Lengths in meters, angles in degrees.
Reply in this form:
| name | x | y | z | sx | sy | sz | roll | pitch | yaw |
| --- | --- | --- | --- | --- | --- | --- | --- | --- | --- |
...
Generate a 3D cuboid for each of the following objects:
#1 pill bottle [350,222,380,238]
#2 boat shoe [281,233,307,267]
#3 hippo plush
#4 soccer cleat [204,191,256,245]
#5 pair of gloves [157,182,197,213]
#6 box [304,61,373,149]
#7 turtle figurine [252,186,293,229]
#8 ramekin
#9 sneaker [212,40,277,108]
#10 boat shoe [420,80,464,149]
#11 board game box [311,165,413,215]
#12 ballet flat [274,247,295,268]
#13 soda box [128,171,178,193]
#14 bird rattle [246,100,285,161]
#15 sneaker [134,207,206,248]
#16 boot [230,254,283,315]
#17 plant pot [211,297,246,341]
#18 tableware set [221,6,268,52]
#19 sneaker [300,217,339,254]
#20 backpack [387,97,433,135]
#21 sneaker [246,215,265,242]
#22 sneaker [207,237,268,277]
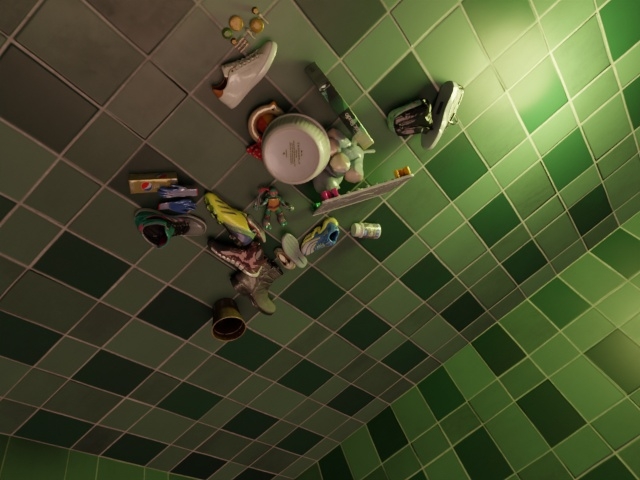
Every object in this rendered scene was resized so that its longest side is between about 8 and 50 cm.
| name | x | y | z | sx | sy | sz | roll | pitch | yaw |
| --- | --- | --- | --- | --- | --- | --- | --- | --- | --- |
| pill bottle | 0.226 | -0.049 | 2.191 | 0.137 | 0.078 | 0.078 | 2 | 123 | -23 |
| boat shoe | -0.145 | 0.049 | 2.119 | 0.083 | 0.076 | 0.226 | -43 | 132 | -21 |
| hippo plush | 0.051 | -0.331 | 1.870 | 0.234 | 0.294 | 0.237 | 42 | 130 | -17 |
| soccer cleat | -0.392 | -0.105 | 1.902 | 0.121 | 0.093 | 0.289 | -43 | 114 | -17 |
| pair of gloves | -0.583 | -0.168 | 1.782 | 0.160 | 0.023 | 0.198 | -3 | 151 | -23 |
| box | 0.074 | -0.523 | 1.700 | 0.058 | 0.232 | 0.322 | -37 | 128 | 13 |
| turtle figurine | -0.206 | -0.153 | 1.931 | 0.176 | 0.118 | 0.234 | 0 | 140 | -4 |
| ramekin | -0.100 | -0.337 | 1.654 | 0.273 | 0.127 | 0.272 | 2 | 117 | 5 |
| sneaker | -0.280 | -0.620 | 1.576 | 0.290 | 0.105 | 0.123 | -46 | 129 | 15 |
| boat shoe | 0.548 | -0.546 | 1.944 | 0.105 | 0.113 | 0.306 | 9 | 105 | -33 |
| board game box | 0.161 | -0.209 | 1.902 | 0.390 | 0.390 | 0.050 | -18 | 89 | -9 |
| ballet flat | -0.176 | 0.102 | 2.161 | 0.057 | 0.052 | 0.168 | -35 | 129 | 5 |
| soda box | -0.662 | -0.231 | 1.735 | 0.182 | 0.061 | 0.058 | -5 | 125 | -18 |
| bird rattle | -0.203 | -0.441 | 1.754 | 0.254 | 0.143 | 0.206 | -27 | 118 | 15 |
| sneaker | -0.616 | -0.042 | 1.811 | 0.296 | 0.178 | 0.123 | 9 | 120 | -26 |
| boot | -0.268 | 0.226 | 2.182 | 0.223 | 0.118 | 0.338 | -39 | 132 | 2 |
| plant pot | -0.470 | 0.387 | 2.180 | 0.167 | 0.165 | 0.166 | -11 | 127 | -15 |
| tableware set | -0.269 | -0.754 | 1.541 | 0.154 | 0.024 | 0.104 | -43 | 124 | 13 |
| sneaker | 0.000 | 0.000 | 2.109 | 0.091 | 0.126 | 0.240 | 30 | 109 | -34 |
| backpack | 0.385 | -0.524 | 1.893 | 0.182 | 0.115 | 0.151 | -21 | 117 | -4 |
| sneaker | -0.311 | -0.047 | 2.010 | 0.065 | 0.061 | 0.157 | -26 | 121 | 14 |
| sneaker | -0.364 | 0.035 | 1.999 | 0.281 | 0.106 | 0.162 | 36 | 99 | -21 |
